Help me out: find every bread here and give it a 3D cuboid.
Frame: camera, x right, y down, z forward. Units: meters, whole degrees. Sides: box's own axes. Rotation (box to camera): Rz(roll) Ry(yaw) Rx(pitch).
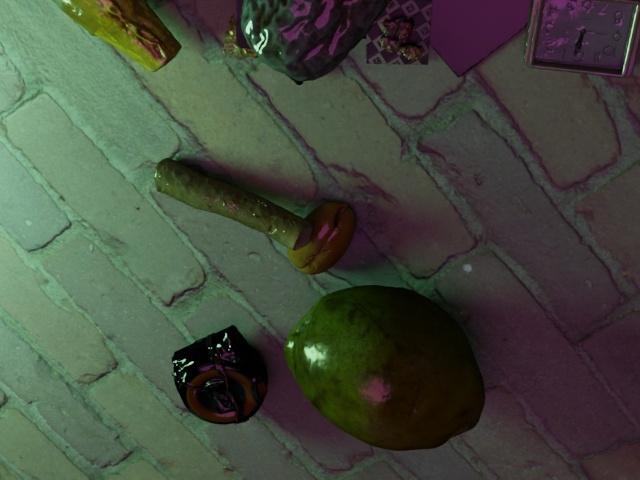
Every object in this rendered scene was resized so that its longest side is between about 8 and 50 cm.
[{"bbox_3d":[0.000,0.000,2.091,0.114,0.077,0.189,36,124,-2],"label":"bread"}]

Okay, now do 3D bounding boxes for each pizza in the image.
[{"bbox_3d":[-0.147,-0.376,1.941,0.108,0.026,0.123,-31,108,29],"label":"pizza"}]

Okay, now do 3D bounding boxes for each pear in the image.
[{"bbox_3d":[0.135,0.254,2.051,0.413,0.352,0.352,25,122,-1],"label":"pear"}]

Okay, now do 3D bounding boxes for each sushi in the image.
[{"bbox_3d":[0.142,-0.377,1.848,0.120,0.026,0.126,1,119,2],"label":"sushi"}]

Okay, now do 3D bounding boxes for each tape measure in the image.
[{"bbox_3d":[-0.223,0.315,2.289,0.202,0.135,0.223,-26,115,16],"label":"tape measure"}]

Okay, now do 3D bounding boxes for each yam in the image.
[{"bbox_3d":[-0.177,-0.071,2.062,0.356,0.081,0.081,25,123,15],"label":"yam"}]

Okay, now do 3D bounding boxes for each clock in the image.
[{"bbox_3d":[0.458,-0.366,1.763,0.191,0.071,0.147,8,120,6],"label":"clock"}]

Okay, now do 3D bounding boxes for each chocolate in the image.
[{"bbox_3d":[-0.437,-0.494,1.871,0.162,0.162,0.445,-37,106,29],"label":"chocolate"}]

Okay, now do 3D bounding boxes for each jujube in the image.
[{"bbox_3d":[-0.001,-0.428,1.744,0.226,0.226,0.317,39,110,-9],"label":"jujube"}]

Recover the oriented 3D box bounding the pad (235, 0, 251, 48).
[{"bbox_3d":[-0.081,-0.412,1.896,0.157,0.003,0.112,1,120,-3],"label":"pad"}]

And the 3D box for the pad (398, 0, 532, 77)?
[{"bbox_3d":[0.230,-0.461,1.810,0.202,0.005,0.300,-36,105,28],"label":"pad"}]

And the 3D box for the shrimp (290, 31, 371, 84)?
[{"bbox_3d":[-0.007,-0.358,1.903,0.195,0.035,0.148,11,116,2],"label":"shrimp"}]
